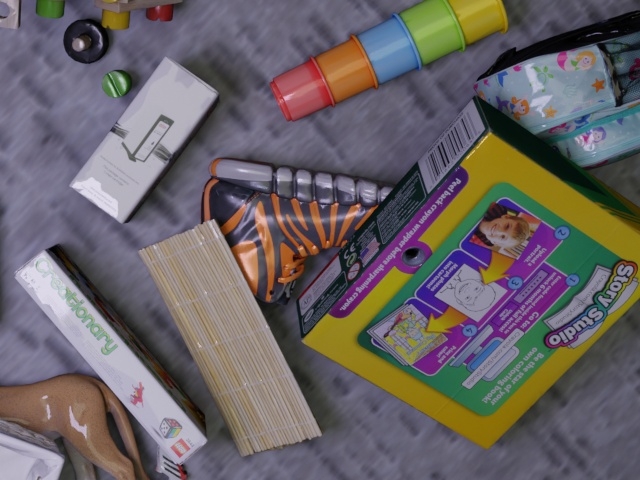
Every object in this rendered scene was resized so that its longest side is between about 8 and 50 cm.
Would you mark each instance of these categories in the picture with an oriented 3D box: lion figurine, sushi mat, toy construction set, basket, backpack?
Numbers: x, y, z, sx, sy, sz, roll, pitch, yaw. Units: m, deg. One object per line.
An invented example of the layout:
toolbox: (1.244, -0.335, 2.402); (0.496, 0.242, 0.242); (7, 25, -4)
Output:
lion figurine: (-0.395, 0.236, 1.768); (0.392, 0.142, 0.240); (-2, 85, -20)
sushi mat: (-0.119, 0.132, 1.789); (0.151, 0.019, 0.316); (-23, 95, 37)
toy construction set: (-0.286, -0.354, 1.656); (0.257, 0.237, 0.309); (35, 107, -1)
basket: (-0.402, 0.268, 1.638); (0.167, 0.103, 0.113); (23, 93, -16)
backpack: (0.331, -0.185, 1.768); (0.254, 0.225, 0.191); (-13, 91, -12)

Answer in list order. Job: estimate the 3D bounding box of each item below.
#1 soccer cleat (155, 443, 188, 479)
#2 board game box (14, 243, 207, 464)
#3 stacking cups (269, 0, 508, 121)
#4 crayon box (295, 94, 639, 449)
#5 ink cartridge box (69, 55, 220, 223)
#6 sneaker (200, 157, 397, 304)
soccer cleat: (-0.206, 0.288, 1.827); (0.036, 0.029, 0.083); (-26, 99, -9)
board game box: (-0.259, 0.137, 1.733); (0.053, 0.193, 0.305); (-40, 96, -3)
stacking cups: (0.085, -0.252, 1.805); (0.316, 0.096, 0.096); (-24, 94, -5)
crayon box: (0.203, 0.050, 1.723); (0.313, 0.106, 0.363); (31, 114, -23)
ink cartridge box: (-0.221, -0.125, 1.750); (0.086, 0.148, 0.203); (36, 87, -4)
sneaker: (0.000, 0.000, 1.804); (0.321, 0.124, 0.180); (9, 95, 4)
